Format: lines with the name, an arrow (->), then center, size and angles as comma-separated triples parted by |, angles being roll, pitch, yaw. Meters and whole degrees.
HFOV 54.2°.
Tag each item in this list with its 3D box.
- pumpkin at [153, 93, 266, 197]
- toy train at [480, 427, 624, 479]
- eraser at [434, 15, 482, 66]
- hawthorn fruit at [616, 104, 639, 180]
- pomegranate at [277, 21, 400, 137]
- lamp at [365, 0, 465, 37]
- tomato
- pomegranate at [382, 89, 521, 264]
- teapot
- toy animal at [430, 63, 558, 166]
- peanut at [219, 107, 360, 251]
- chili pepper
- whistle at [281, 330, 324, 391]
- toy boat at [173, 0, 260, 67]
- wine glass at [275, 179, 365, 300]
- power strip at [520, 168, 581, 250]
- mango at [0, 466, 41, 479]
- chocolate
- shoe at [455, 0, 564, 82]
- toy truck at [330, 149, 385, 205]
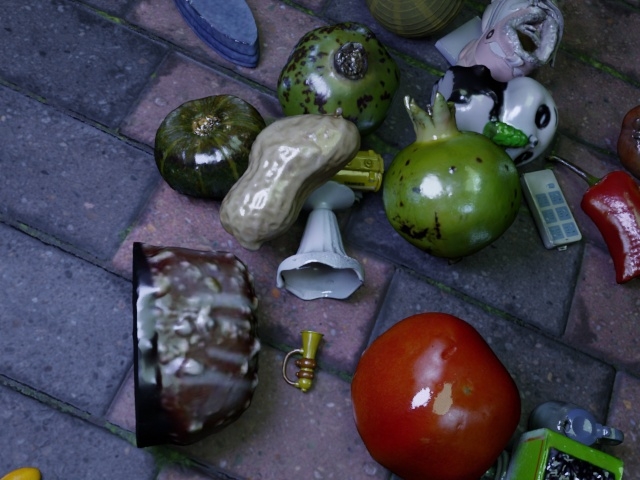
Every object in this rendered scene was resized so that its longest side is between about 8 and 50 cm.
pumpkin -> -0.206, -0.177, 1.197 | 0.224, 0.157, 0.223 | -1, 54, 2
toy train -> 0.354, 0.465, 1.016 | 0.174, 0.249, 0.307 | 23, 66, 0
eraser -> 0.362, -0.471, 1.510 | 0.150, 0.023, 0.103 | -36, 82, -23
hawthorn fruit -> 0.816, -0.219, 1.415 | 0.263, 0.210, 0.210 | 5, 68, -19
pomegranate -> 0.037, -0.315, 1.247 | 0.255, 0.270, 0.254 | 0, 87, -7
lamp -> 0.230, -0.587, 1.426 | 0.250, 0.250, 0.284 | 51, 29, 10
tomato -> 0.204, 0.269, 1.073 | 0.299, 0.226, 0.298 | 6, 65, -12
pomegranate -> 0.237, -0.118, 1.191 | 0.261, 0.260, 0.340 | -31, 111, -21
teapot -> 0.474, 0.362, 1.157 | 0.149, 0.108, 0.111 | 39, 68, 5
toy animal -> 0.365, -0.253, 1.327 | 0.267, 0.212, 0.212 | 15, 66, 0
peanut -> -0.065, -0.120, 1.103 | 0.291, 0.143, 0.159 | -48, 61, -1
chili pepper -> 0.645, -0.079, 1.360 | 0.135, 0.131, 0.338 | -9, 69, -26
whistle -> -0.033, 0.218, 1.142 | 0.057, 0.046, 0.109 | 21, 71, -20
toy boat -> -0.223, -0.495, 1.364 | 0.127, 0.078, 0.283 | -33, 78, -25
wine glass -> 0.000, 0.000, 1.180 | 0.165, 0.165, 0.196 | 5, 60, -11
power strip -> 0.504, -0.070, 1.377 | 0.082, 0.035, 0.192 | -11, 72, -16
mango -> -0.476, 0.392, 0.974 | 0.060, 0.046, 0.089 | 45, 54, 5
chocolate -> -0.202, 0.159, 1.035 | 0.210, 0.225, 0.339 | 0, 72, -20
shoe -> 0.472, -0.475, 1.424 | 0.172, 0.198, 0.350 | 37, 71, -16
toy truck -> 0.008, -0.139, 1.251 | 0.227, 0.114, 0.097 | 4, 68, -11
